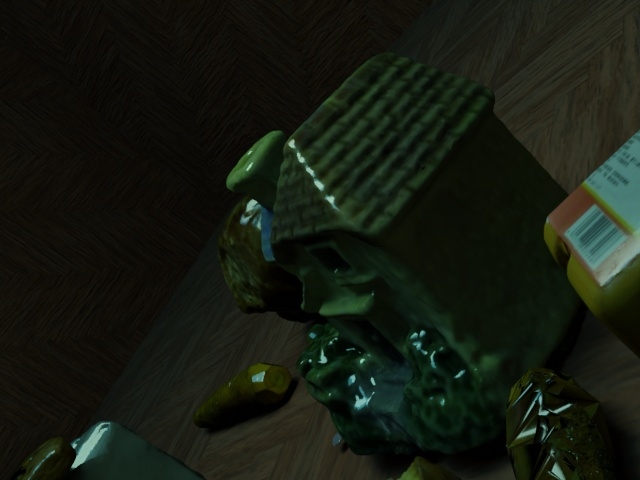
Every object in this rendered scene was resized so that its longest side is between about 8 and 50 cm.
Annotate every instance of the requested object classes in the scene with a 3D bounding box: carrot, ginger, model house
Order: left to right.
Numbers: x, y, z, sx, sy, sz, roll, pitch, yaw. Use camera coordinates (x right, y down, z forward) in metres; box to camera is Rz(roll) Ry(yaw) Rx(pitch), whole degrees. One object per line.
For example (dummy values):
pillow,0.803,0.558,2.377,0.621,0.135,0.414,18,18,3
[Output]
carrot,-0.139,0.254,1.066,0.314,0.066,0.066,-38,18,51
ginger,-0.005,0.000,0.932,0.274,0.152,0.357,-30,-20,6
model house,0.042,0.011,0.611,0.261,0.266,0.321,-50,17,-27
carrot,0.144,0.160,0.366,0.069,0.069,0.228,-45,16,25

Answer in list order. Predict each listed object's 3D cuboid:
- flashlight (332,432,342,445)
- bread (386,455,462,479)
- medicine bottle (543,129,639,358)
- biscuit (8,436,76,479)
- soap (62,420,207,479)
flashlight,0.041,0.173,0.737,0.052,0.031,0.110,-38,19,47
bread,0.040,0.252,0.320,0.260,0.134,0.129,-58,4,-29
medicine bottle,0.243,-0.021,0.323,0.222,0.149,0.112,-47,14,19
biscuit,-0.390,0.353,0.763,0.278,0.043,0.301,-44,14,30
soap,-0.331,0.462,0.823,0.350,0.213,0.435,-40,17,45
